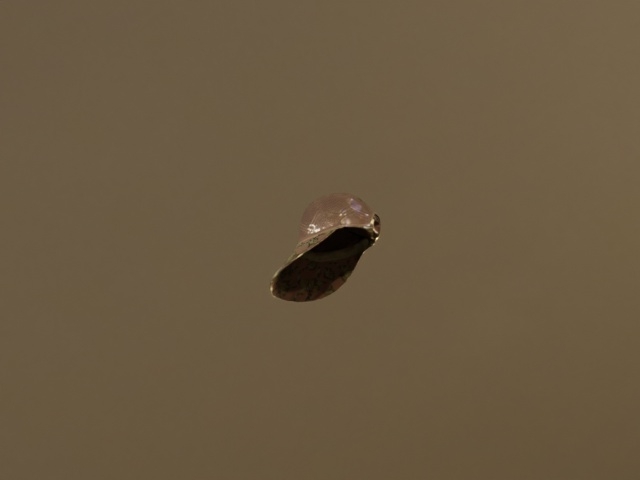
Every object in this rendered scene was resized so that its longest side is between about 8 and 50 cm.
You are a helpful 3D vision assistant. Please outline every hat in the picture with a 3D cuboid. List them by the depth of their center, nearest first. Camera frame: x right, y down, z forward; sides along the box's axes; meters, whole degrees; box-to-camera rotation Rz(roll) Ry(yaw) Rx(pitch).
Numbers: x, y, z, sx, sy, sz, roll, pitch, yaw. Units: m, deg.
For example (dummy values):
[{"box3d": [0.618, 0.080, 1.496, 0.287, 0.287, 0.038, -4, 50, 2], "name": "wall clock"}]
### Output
[{"box3d": [-0.003, 0.001, 0.928, 0.087, 0.042, 0.058, -42, -37, 13], "name": "hat"}]
